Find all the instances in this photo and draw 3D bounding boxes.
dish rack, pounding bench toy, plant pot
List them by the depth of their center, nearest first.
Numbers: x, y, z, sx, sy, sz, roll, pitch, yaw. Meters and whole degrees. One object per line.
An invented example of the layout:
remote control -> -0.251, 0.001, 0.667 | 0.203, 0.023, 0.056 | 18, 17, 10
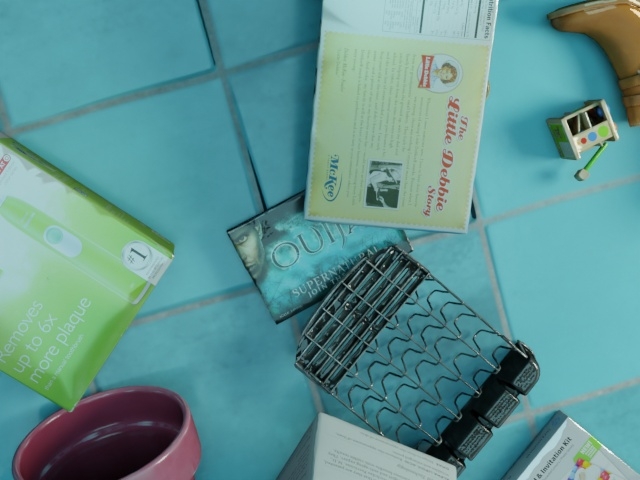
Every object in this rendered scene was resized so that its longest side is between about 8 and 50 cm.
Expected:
plant pot -> -0.218, 0.289, 1.180 | 0.201, 0.201, 0.180 | -15, 114, -6
dish rack -> 0.111, 0.144, 1.260 | 0.271, 0.074, 0.208 | 40, 89, -9
pounding bench toy -> 0.320, -0.119, 1.268 | 0.065, 0.052, 0.083 | -25, 99, -5

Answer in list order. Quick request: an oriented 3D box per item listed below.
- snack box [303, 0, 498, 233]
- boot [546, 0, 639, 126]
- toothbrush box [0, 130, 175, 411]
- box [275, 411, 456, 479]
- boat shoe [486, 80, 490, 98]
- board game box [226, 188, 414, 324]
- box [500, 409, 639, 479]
snack box -> 0.087, -0.172, 1.161 | 0.187, 0.060, 0.322 | 5, 107, -1
boot -> 0.364, -0.210, 1.256 | 0.197, 0.073, 0.152 | -2, 100, -5
toothbrush box -> -0.331, 0.019, 1.163 | 0.283, 0.122, 0.206 | 34, 90, -8
box -> 0.036, 0.320, 1.208 | 0.182, 0.119, 0.181 | 24, 122, -9
boat shoe -> 0.113, -0.202, 1.221 | 0.190, 0.072, 0.068 | 21, 93, -9
board game box -> 0.000, 0.000, 1.251 | 0.186, 0.026, 0.126 | -29, 99, -4
box -> 0.324, 0.323, 1.323 | 0.186, 0.038, 0.145 | 40, 90, -8
